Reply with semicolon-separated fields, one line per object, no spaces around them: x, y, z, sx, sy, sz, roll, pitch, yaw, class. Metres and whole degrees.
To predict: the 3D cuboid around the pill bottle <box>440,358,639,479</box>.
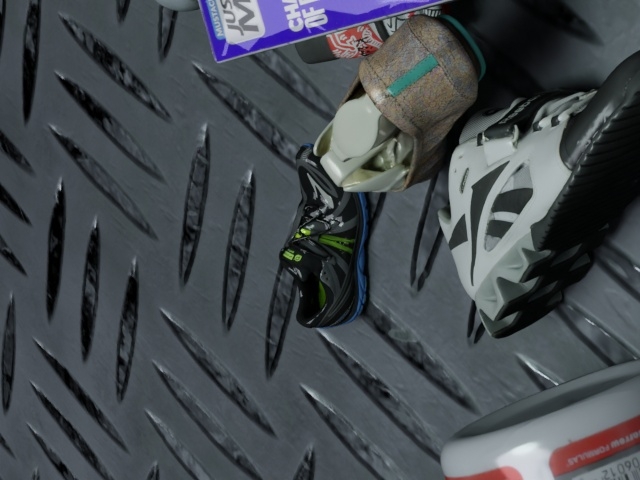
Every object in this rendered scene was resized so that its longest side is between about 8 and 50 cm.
0.249;0.288;1.311;0.210;0.210;0.362;-23;87;55;pill bottle

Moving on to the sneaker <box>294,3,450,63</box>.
0.032;-0.287;1.395;0.145;0.090;0.270;-9;97;12;sneaker

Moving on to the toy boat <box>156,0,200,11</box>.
-0.143;-0.317;1.338;0.267;0.148;0.318;-44;73;39;toy boat

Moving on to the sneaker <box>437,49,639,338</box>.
0.168;-0.064;1.319;0.146;0.122;0.330;58;146;20;sneaker

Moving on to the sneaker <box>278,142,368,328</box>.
0.000;0.000;1.621;0.067;0.078;0.188;22;123;47;sneaker

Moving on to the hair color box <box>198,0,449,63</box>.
0.093;-0.221;1.201;0.339;0.185;0.110;-12;98;34;hair color box

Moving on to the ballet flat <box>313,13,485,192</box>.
0.048;-0.096;1.383;0.107;0.106;0.316;49;167;9;ballet flat
